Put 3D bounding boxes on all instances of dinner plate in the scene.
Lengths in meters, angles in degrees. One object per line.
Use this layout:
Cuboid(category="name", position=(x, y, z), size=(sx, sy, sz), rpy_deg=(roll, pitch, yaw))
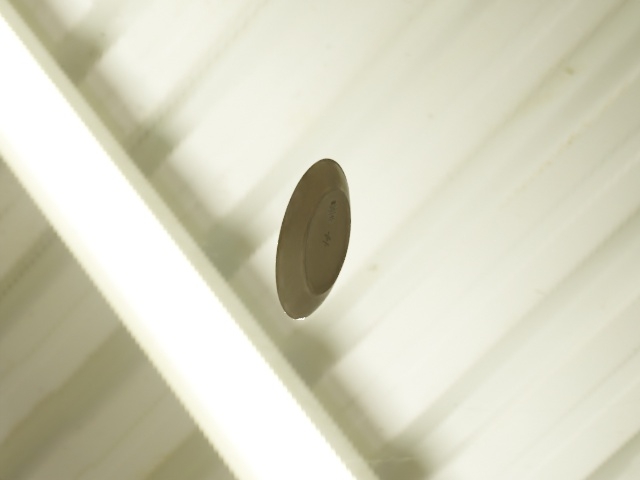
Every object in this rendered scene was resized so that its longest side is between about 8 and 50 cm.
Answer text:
Cuboid(category="dinner plate", position=(0.000, 0.000, 1.298), size=(0.017, 0.141, 0.141), rpy_deg=(11, -91, 23))
